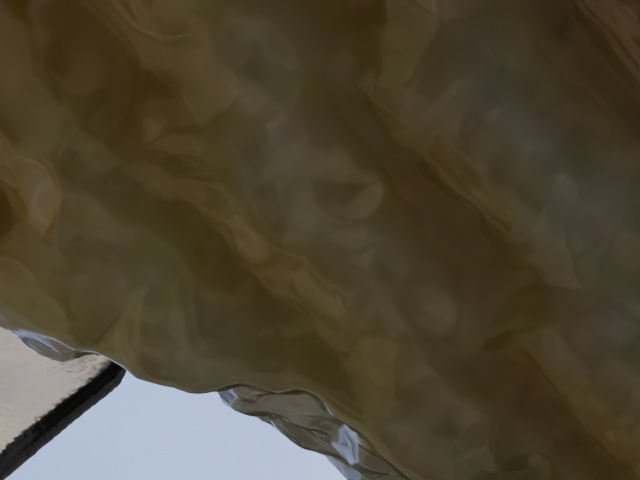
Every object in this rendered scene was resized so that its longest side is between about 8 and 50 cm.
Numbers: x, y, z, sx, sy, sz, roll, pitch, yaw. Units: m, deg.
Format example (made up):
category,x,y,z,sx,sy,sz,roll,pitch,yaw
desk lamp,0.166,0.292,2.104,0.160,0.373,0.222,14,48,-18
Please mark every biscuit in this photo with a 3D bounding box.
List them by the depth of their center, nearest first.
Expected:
category,x,y,z,sx,sy,sz,roll,pitch,yaw
biscuit,0.032,-0.016,0.402,0.213,0.274,0.091,-52,14,21

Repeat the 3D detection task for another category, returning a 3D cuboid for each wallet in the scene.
category,x,y,z,sx,sy,sz,roll,pitch,yaw
wallet,-0.235,0.102,0.992,0.250,0.149,0.044,-44,-29,-66
